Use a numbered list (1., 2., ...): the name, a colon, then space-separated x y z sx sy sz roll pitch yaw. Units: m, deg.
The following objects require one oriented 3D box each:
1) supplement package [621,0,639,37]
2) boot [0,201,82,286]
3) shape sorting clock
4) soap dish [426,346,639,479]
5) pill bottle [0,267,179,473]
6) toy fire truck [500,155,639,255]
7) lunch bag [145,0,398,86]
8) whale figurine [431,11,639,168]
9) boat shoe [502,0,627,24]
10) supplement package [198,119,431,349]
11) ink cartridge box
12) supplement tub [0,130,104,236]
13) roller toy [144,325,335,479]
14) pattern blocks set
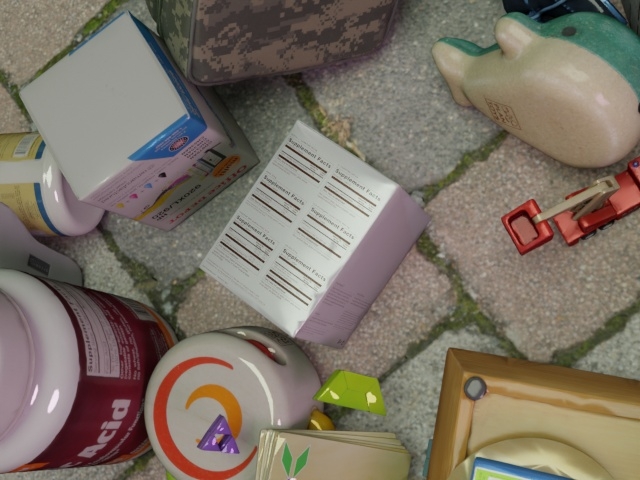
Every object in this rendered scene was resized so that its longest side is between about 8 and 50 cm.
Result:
1. supplement package: 0.429 -0.332 1.091 0.199 0.198 0.263 -17 76 13
2. boot: -0.427 0.024 1.275 0.123 0.258 0.095 -3 62 21
3. shape sorting clock: 0.211 0.301 0.987 0.206 0.040 0.206 -3 76 13
4. soap dish: 0.261 0.252 1.065 0.290 0.118 0.229 9 86 12
5. pill bottle: -0.334 0.154 1.146 0.224 0.392 0.224 -3 79 18
6. toy fire truck: 0.304 -0.043 1.112 0.192 0.135 0.047 -30 73 11
7. lunch bag: -0.081 -0.356 1.213 0.305 0.213 0.256 -17 56 -21
8. whale figurine: 0.258 -0.190 1.132 0.272 0.216 0.141 24 68 46
9. boat shoe: 0.259 -0.305 1.207 0.089 0.109 0.258 -50 53 11
10. supplement package: 0.000 0.000 1.171 0.149 0.194 0.203 35 91 20
11. ink cartridge box: -0.219 -0.139 1.248 0.171 0.232 0.168 -36 73 9
12. supplement tub: -0.407 -0.075 1.343 0.199 0.144 0.145 -1 80 18
13. roller toy: -0.098 0.200 1.192 0.209 0.146 0.191 -20 83 22
14. pattern blocks set: 0.006 0.287 1.105 0.324 0.026 0.286 23 82 -20
